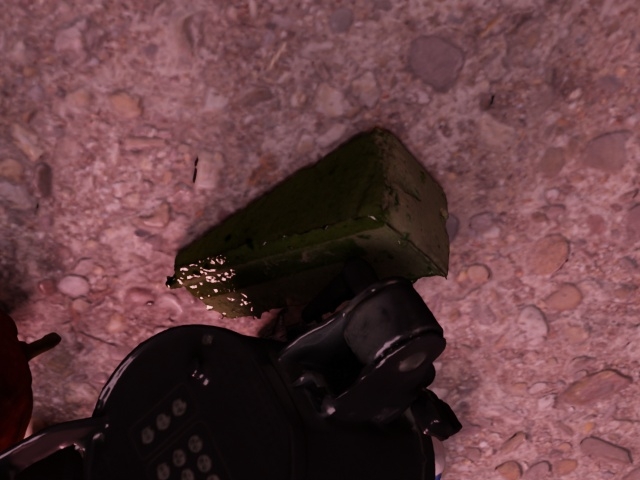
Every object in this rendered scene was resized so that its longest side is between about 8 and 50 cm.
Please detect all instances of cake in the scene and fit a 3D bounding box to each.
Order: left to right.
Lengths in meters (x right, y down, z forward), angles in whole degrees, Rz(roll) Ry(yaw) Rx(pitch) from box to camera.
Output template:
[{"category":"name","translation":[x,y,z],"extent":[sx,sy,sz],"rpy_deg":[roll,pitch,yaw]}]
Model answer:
[{"category":"cake","translation":[-0.012,-0.005,0.875],"extent":[0.235,0.099,0.100],"rpy_deg":[-16,135,35]}]

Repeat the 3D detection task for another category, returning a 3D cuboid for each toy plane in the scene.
[{"category":"toy plane","translation":[-0.028,0.088,0.953],"extent":[0.083,0.031,0.078],"rpy_deg":[-29,140,15]}]

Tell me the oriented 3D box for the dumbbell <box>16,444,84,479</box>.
[{"category":"dumbbell","translation":[-0.339,0.268,0.997],"extent":[0.218,0.152,0.152],"rpy_deg":[0,130,-5]}]

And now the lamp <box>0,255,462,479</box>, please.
[{"category":"lamp","translation":[-0.047,0.188,0.851],"extent":[0.374,0.205,0.272],"rpy_deg":[-33,149,3]}]

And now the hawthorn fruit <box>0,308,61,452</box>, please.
[{"category":"hawthorn fruit","translation":[-0.337,0.132,0.858],"extent":[0.261,0.224,0.224],"rpy_deg":[-29,130,-10]}]

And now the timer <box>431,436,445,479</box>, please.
[{"category":"timer","translation":[-0.008,0.254,1.065],"extent":[0.253,0.078,0.178],"rpy_deg":[0,131,-6]}]
